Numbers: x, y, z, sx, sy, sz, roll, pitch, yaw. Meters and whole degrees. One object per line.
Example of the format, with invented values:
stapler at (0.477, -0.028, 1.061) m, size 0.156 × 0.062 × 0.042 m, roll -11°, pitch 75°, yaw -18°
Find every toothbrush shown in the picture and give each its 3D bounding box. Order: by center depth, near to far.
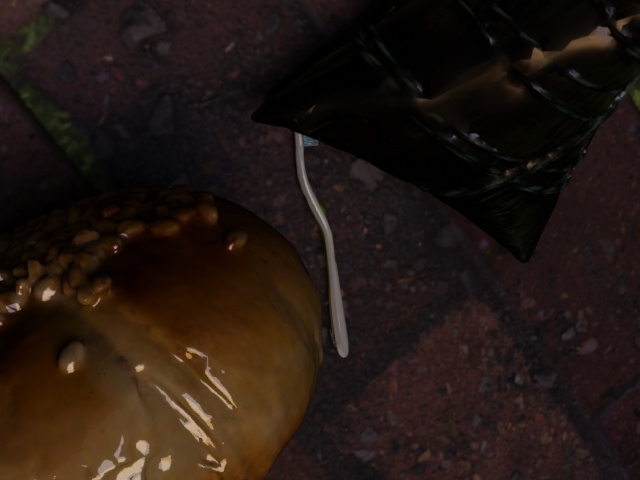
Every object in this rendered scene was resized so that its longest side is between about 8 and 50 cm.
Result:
toothbrush at (0.000, 0.000, 1.333) m, size 0.026 × 0.022 × 0.263 m, roll -12°, pitch 113°, yaw -8°

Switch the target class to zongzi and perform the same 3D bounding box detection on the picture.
zongzi at (0.190, -0.135, 1.276) m, size 0.383 × 0.319 × 0.362 m, roll -39°, pitch 131°, yaw 13°

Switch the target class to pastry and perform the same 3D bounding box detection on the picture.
pastry at (-0.192, 0.106, 1.080) m, size 0.410 × 0.409 × 0.245 m, roll -32°, pitch 104°, yaw -11°
